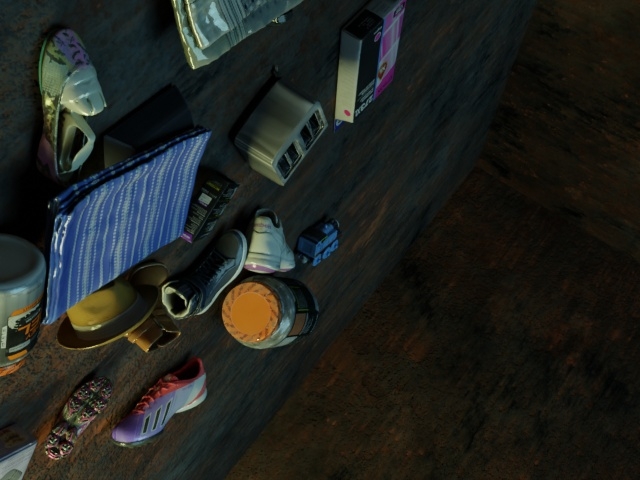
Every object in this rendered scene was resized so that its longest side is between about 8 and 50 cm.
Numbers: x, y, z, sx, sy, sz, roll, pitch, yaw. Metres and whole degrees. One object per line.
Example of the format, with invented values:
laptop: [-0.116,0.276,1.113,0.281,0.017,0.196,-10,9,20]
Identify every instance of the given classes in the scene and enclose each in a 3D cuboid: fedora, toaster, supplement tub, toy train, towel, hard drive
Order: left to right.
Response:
supplement tub: [-0.447,0.094,1.040,0.117,0.117,0.190,-38,156,-48]
fedora: [-0.369,0.104,1.267,0.194,0.194,0.079,-44,124,-36]
towel: [-0.295,-0.028,1.160,0.336,0.040,0.243,-41,158,-50]
hard drive: [-0.274,-0.117,1.245,0.172,0.054,0.254,-46,161,-32]
towel: [-0.095,-0.436,1.041,0.312,0.056,0.324,-46,151,-30]
supplement tub: [-0.134,0.191,2.017,0.193,0.194,0.316,-57,164,4]
toaster: [-0.080,-0.221,1.508,0.168,0.110,0.185,-55,164,-8]
toy train: [0.000,0.000,2.250,0.184,0.080,0.105,-39,151,-46]

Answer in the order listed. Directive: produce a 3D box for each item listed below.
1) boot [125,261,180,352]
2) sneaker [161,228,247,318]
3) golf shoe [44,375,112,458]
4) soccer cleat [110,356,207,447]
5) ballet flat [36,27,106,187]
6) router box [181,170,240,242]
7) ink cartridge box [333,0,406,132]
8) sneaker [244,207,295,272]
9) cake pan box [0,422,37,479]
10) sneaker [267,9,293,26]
boot: [-0.318,0.128,1.418,0.197,0.152,0.072,-38,156,-48]
sneaker: [-0.253,0.076,1.633,0.226,0.086,0.163,-57,167,9]
golf shoe: [-0.497,0.354,1.534,0.186,0.067,0.086,-53,-167,-17]
soccer cleat: [-0.396,0.395,1.856,0.318,0.109,0.116,-29,129,-55]
ballet flat: [-0.320,-0.162,0.973,0.077,0.079,0.221,-35,154,-49]
router box: [-0.216,-0.066,1.446,0.133,0.046,0.179,-57,-178,3]
ink cartridge box: [0.111,-0.410,1.793,0.175,0.069,0.371,-49,165,-24]
sneaker: [-0.117,0.001,1.830,0.305,0.114,0.152,1,95,-87]
cake pan box: [-0.643,0.471,1.306,0.267,0.070,0.245,-23,142,-63]
sneaker: [-0.086,-0.391,1.246,0.152,0.058,0.084,-45,153,-55]
